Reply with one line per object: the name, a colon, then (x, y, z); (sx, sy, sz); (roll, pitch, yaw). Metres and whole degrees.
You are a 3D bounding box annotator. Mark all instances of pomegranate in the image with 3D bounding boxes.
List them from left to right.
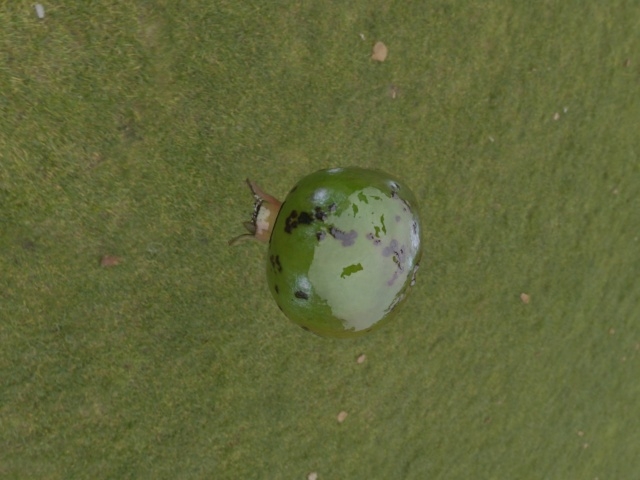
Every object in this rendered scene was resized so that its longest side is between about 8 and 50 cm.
pomegranate: (0.008, -0.001, 0.812); (0.323, 0.291, 0.290); (28, 88, -6)
